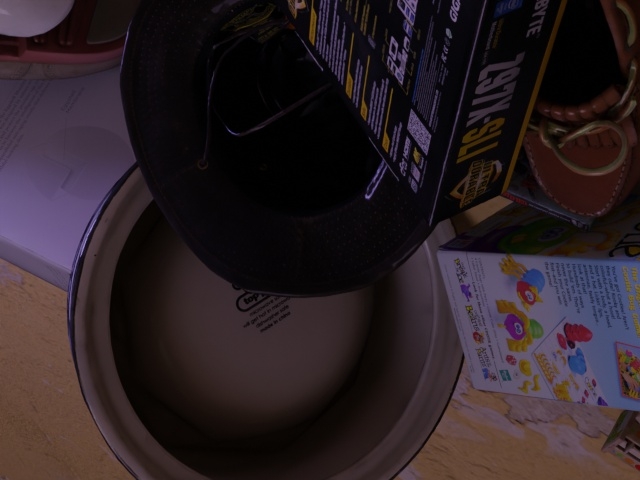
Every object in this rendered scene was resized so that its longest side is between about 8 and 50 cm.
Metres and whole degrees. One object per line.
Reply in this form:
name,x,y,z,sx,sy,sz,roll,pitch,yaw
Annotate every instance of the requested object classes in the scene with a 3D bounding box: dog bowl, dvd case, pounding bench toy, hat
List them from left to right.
dog bowl,-0.065,0.067,1.622,0.408,0.408,0.150,45,166,-20
hat,-0.010,-0.113,1.459,0.331,0.331,0.134,26,-170,18
dvd case,0.195,-0.060,1.425,0.119,0.087,0.013,24,146,22
pounding bench toy,0.347,0.208,1.744,0.065,0.052,0.083,34,154,1

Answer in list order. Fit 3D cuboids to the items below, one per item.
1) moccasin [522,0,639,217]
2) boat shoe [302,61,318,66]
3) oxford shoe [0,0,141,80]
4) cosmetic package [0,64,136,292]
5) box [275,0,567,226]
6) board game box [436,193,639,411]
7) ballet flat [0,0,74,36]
moccasin,0.188,-0.137,1.234,0.139,0.147,0.380,25,153,19
boat shoe,0.016,-0.161,1.532,0.100,0.035,0.035,23,179,15
oxford shoe,-0.371,-0.210,1.633,0.397,0.140,0.146,7,164,-7
cosmetic package,-0.252,-0.070,1.751,0.225,0.224,0.138,26,166,17
box,0.060,-0.195,1.178,0.257,0.079,0.322,59,162,24
board game box,0.260,0.049,1.428,0.275,0.142,0.144,3,116,47
ballet flat,-0.394,-0.334,1.517,0.400,0.139,0.139,44,155,9
